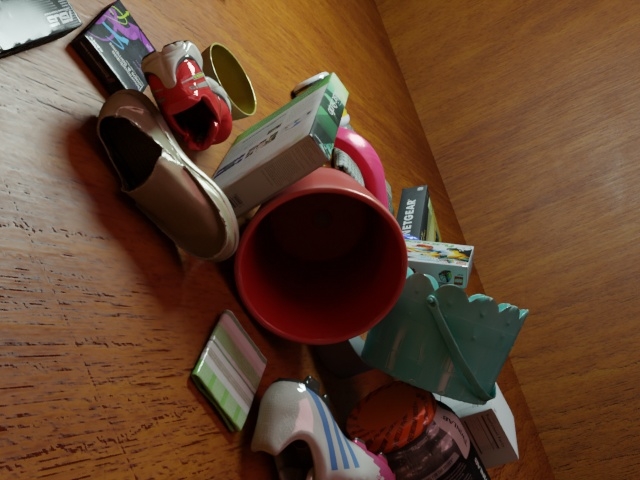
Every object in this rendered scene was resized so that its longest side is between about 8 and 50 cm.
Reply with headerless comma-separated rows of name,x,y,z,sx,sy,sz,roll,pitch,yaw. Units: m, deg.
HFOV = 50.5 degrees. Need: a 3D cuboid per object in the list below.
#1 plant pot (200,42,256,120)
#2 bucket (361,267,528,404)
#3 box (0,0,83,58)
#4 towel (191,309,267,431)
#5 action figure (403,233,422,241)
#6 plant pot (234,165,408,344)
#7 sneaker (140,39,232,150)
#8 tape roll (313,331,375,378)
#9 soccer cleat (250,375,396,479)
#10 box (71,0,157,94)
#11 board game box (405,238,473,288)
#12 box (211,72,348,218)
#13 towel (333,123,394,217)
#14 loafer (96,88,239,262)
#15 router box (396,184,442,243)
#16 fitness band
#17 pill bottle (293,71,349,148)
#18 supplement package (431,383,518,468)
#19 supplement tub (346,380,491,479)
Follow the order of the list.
plant pot,-0.187,-0.256,1.164,0.134,0.095,0.134,52,25,-37
bucket,0.216,0.165,1.222,0.281,0.281,0.183,17,92,-65
box,-0.386,-0.311,0.789,0.184,0.045,0.190,58,22,-17
towel,-0.128,0.180,0.954,0.113,0.023,0.152,57,24,-19
action figure,0.206,0.000,1.707,0.091,0.280,0.139,-64,172,-9
plant pot,0.000,0.000,1.152,0.275,0.275,0.243,59,11,-20
sneaker,-0.189,-0.181,1.002,0.279,0.107,0.118,55,14,-78
tape roll,0.045,0.158,1.340,0.219,0.072,0.219,51,26,-37
soccer cleat,0.004,0.342,1.009,0.331,0.116,0.143,53,41,-30
box,-0.296,-0.279,1.008,0.116,0.029,0.162,55,24,-30
board game box,0.173,0.039,1.477,0.193,0.305,0.053,-37,132,-70
box,-0.073,-0.158,1.144,0.058,0.232,0.322,52,24,-21
towel,0.123,-0.174,1.958,0.324,0.056,0.312,52,21,-30
loafer,-0.213,-0.074,0.907,0.268,0.102,0.092,53,23,-9
router box,0.285,0.025,1.961,0.309,0.081,0.243,-72,147,-50
fitness band,0.030,-0.089,1.316,0.054,0.209,0.290,-52,142,-44
pill bottle,0.012,-0.331,1.746,0.184,0.103,0.103,63,20,-10
supplement package,0.259,0.387,1.380,0.133,0.244,0.139,61,21,-16
supplement tub,0.192,0.432,1.217,0.338,0.207,0.207,62,20,-15
